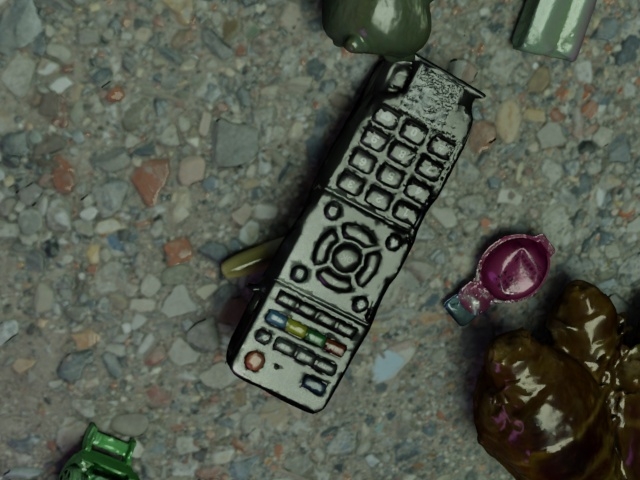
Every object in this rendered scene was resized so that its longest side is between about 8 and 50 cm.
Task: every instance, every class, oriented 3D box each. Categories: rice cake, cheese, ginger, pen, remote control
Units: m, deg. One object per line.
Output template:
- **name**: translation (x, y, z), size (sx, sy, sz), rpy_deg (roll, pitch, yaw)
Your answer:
- **rice cake**: translation (0.281, -0.305, 1.815), size (0.080, 0.042, 0.221), rpy_deg (10, 108, -23)
- **cheese**: translation (0.211, 0.046, 1.948), size (0.145, 0.038, 0.095), rpy_deg (-38, 119, 6)
- **ginger**: translation (0.327, 0.195, 1.991), size (0.358, 0.152, 0.274), rpy_deg (13, 107, -27)
- **pen**: translation (0.000, 0.000, 1.853), size (0.233, 0.032, 0.040), rpy_deg (-19, 132, -10)
- **remote control**: translation (0.031, -0.013, 1.807), size (0.145, 0.062, 0.398), rpy_deg (28, 92, -15)

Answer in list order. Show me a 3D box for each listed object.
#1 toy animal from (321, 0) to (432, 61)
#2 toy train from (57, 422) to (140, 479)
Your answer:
- **toy animal**: translation (0.087, -0.308, 1.696), size (0.125, 0.127, 0.251), rpy_deg (11, 105, -22)
- **toy train**: translation (-0.262, 0.292, 1.862), size (0.099, 0.081, 0.149), rpy_deg (25, 108, -28)
